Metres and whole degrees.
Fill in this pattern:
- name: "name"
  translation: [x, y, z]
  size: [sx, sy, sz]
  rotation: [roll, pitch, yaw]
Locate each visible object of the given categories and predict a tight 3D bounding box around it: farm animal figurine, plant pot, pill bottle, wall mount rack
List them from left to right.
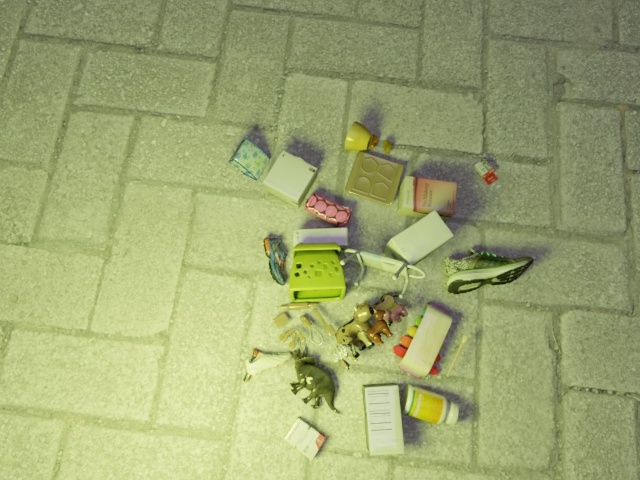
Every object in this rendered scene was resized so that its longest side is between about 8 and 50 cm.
- name: "plant pot"
  translation: [-0.016, 0.129, 1.820]
  size: [0.226, 0.228, 0.207]
  rotation: [-2, 71, -2]
- name: "plant pot"
  translation: [0.181, -0.463, 2.002]
  size: [0.095, 0.134, 0.134]
  rotation: [24, 77, 14]
- name: "farm animal figurine"
  translation: [0.181, 0.331, 1.781]
  size: [0.326, 0.330, 0.172]
  rotation: [-43, 83, 18]
- name: "wall mount rack"
  translation: [0.226, 0.118, 1.724]
  size: [0.349, 0.304, 0.131]
  rotation: [14, 69, 21]
- name: "pill bottle"
  translation: [0.435, 0.661, 1.755]
  size: [0.208, 0.117, 0.118]
  rotation: [16, 77, 2]

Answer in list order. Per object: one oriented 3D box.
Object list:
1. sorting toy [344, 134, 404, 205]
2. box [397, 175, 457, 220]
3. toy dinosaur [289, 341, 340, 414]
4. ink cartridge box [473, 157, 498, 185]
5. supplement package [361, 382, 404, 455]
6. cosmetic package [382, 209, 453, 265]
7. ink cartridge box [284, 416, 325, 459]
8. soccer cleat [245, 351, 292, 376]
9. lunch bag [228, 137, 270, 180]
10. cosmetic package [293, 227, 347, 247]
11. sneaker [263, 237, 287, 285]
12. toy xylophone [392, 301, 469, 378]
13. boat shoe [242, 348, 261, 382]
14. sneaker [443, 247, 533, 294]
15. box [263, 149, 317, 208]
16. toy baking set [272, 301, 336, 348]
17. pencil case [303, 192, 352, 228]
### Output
- name: "sorting toy"
  translation: [0.263, -0.328, 2.032]
  size: [0.228, 0.041, 0.308]
  rotation: [18, 76, 7]
- name: "box"
  translation: [0.472, -0.185, 1.955]
  size: [0.232, 0.127, 0.149]
  rotation: [8, 77, 0]
- name: "toy dinosaur"
  translation: [-0.021, 0.572, 1.763]
  size: [0.313, 0.121, 0.160]
  rotation: [42, 85, 11]
- name: "ink cartridge box"
  translation: [0.774, -0.320, 2.046]
  size: [0.062, 0.029, 0.115]
  rotation: [-33, 79, -9]
- name: "supplement package"
  translation: [0.243, 0.695, 1.729]
  size: [0.133, 0.139, 0.244]
  rotation: [-3, 77, -1]
- name: "cosmetic package"
  translation: [0.405, 0.013, 1.855]
  size: [0.224, 0.224, 0.138]
  rotation: [-34, 79, -9]
- name: "ink cartridge box"
  translation: [-0.062, 0.781, 1.742]
  size: [0.135, 0.056, 0.099]
  rotation: [35, 78, 6]
- name: "soccer cleat"
  translation: [-0.208, 0.484, 1.782]
  size: [0.196, 0.068, 0.076]
  rotation: [-17, 85, -25]
- name: "lunch bag"
  translation: [-0.317, -0.365, 1.993]
  size: [0.151, 0.096, 0.129]
  rotation: [35, 76, -23]
- name: "cosmetic package"
  translation: [0.000, 0.000, 1.903]
  size: [0.230, 0.117, 0.086]
  rotation: [-1, 77, -1]
- name: "sneaker"
  translation: [-0.182, 0.086, 1.896]
  size: [0.087, 0.083, 0.222]
  rotation: [-13, 80, -13]
- name: "toy xylophone"
  translation: [0.464, 0.429, 1.829]
  size: [0.236, 0.081, 0.323]
  rotation: [36, 78, 7]
- name: "boat shoe"
  translation: [-0.289, 0.513, 1.804]
  size: [0.043, 0.049, 0.137]
  rotation: [21, 74, 7]
- name: "sneaker"
  translation: [0.717, 0.095, 1.898]
  size: [0.409, 0.158, 0.182]
  rotation: [-10, 59, -9]
- name: "box"
  translation: [-0.133, -0.272, 1.962]
  size: [0.180, 0.119, 0.182]
  rotation: [29, 77, 6]
- name: "toy baking set"
  translation: [-0.069, 0.349, 1.836]
  size: [0.255, 0.030, 0.197]
  rotation: [-9, 64, 1]
- name: "pencil case"
  translation: [0.034, -0.138, 1.950]
  size: [0.209, 0.095, 0.098]
  rotation: [25, 112, 2]
